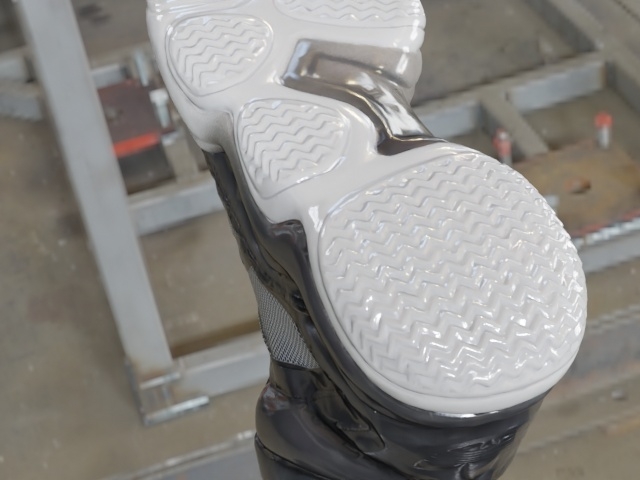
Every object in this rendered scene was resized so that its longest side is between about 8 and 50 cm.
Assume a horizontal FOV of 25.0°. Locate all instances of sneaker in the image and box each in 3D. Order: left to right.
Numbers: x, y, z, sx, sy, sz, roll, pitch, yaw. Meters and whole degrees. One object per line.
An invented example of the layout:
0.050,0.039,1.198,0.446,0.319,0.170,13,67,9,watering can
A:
0.000,0.000,0.536,0.101,0.153,0.268,-11,43,-18,sneaker
